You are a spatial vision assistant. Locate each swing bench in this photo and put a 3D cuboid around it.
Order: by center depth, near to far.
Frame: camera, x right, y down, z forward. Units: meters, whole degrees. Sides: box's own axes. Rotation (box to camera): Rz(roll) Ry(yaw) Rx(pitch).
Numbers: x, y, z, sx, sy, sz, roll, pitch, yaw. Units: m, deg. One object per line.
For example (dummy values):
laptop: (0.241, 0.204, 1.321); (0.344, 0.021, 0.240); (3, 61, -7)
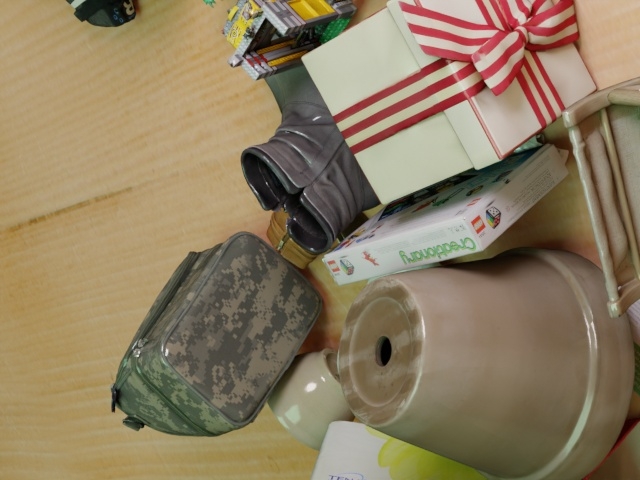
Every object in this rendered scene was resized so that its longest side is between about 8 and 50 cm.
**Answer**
swing bench: (0.432, -0.054, 1.473); (0.254, 0.165, 0.253); (2, 115, 46)

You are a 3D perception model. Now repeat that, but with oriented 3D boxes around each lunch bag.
lunch bag: (-0.184, 0.163, 2.126); (0.212, 0.305, 0.256); (41, 148, -16)

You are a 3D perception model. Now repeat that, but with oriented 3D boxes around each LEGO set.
LEGO set: (-0.057, -0.372, 1.746); (0.255, 0.192, 0.331); (54, 130, 8)

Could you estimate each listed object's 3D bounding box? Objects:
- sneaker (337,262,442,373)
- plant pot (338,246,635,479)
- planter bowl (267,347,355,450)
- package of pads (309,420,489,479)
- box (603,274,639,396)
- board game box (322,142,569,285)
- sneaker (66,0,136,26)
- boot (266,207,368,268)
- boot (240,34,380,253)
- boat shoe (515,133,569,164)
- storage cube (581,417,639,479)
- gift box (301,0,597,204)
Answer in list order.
sneaker: (0.133, 0.149, 1.982); (0.169, 0.108, 0.292); (38, 133, 23)
plant pot: (0.187, 0.152, 1.704); (0.323, 0.280, 0.323); (-23, 63, 55)
planter bowl: (0.002, 0.243, 2.138); (0.109, 0.162, 0.162); (-42, 83, 21)
package of pads: (0.128, 0.387, 1.989); (0.296, 0.229, 0.101); (7, 125, 11)
box: (0.472, 0.081, 1.670); (0.232, 0.058, 0.322); (42, 134, 15)
board game box: (0.159, -0.031, 1.755); (0.305, 0.193, 0.053); (-17, 108, 55)
sneaker: (-0.308, -0.407, 2.085); (0.217, 0.079, 0.121); (-16, 124, 36)
boot: (0.000, 0.000, 2.042); (0.197, 0.073, 0.152); (53, 138, 22)
boot: (-0.037, -0.160, 1.863); (0.338, 0.222, 0.118); (49, 138, 8)
boat shoe: (0.280, -0.125, 1.740); (0.100, 0.035, 0.035); (28, 103, 32)
storage cube: (0.369, 0.376, 1.847); (0.193, 0.183, 0.215); (-19, 101, 48)
gift box: (0.153, -0.224, 1.631); (0.258, 0.255, 0.276); (-20, 106, 49)
